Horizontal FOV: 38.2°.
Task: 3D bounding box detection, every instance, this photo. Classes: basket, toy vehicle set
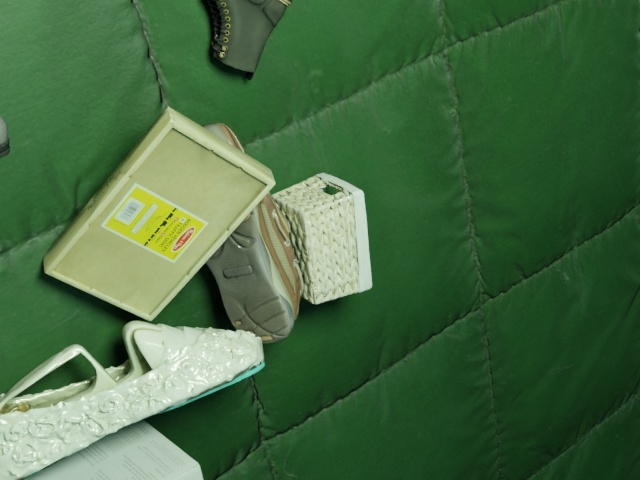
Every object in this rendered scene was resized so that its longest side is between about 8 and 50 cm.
[{"bbox_3d":[0.000,0.000,1.375,0.103,0.113,0.167,-21,119,-28],"label":"basket"},{"bbox_3d":[-0.205,-0.025,1.173,0.166,0.035,0.267,31,112,-34],"label":"toy vehicle set"}]

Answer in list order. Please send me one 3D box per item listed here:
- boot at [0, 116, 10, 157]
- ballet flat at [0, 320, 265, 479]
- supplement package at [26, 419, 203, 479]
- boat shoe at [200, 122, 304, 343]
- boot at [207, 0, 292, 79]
[{"bbox_3d":[-0.469,-0.196,0.939,0.338,0.118,0.223,2,101,-43],"label":"boot"},{"bbox_3d":[-0.267,0.185,1.208,0.408,0.147,0.147,-24,121,-17],"label":"ballet flat"},{"bbox_3d":[-0.302,0.395,1.227,0.262,0.199,0.198,-28,123,-32],"label":"supplement package"},{"bbox_3d":[-0.107,-0.015,1.300,0.116,0.123,0.324,-50,130,-56],"label":"boat shoe"},{"bbox_3d":[-0.130,-0.296,1.187,0.197,0.077,0.137,17,102,-39],"label":"boot"}]
